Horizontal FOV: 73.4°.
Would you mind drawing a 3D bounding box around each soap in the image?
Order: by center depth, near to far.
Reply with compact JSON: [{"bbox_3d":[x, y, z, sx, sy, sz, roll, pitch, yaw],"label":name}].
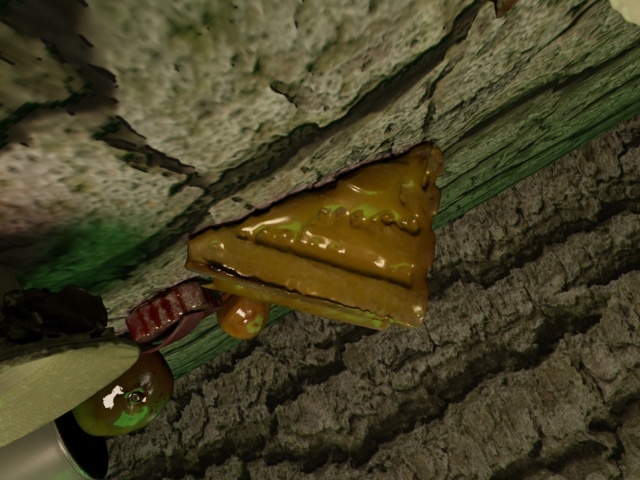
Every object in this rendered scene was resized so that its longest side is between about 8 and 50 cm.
[{"bbox_3d":[0.000,-0.047,0.646,0.339,0.304,0.169,17,159,-16],"label":"soap"}]

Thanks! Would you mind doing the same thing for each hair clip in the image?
[{"bbox_3d":[-0.242,0.155,0.691,0.137,0.022,0.054,-34,171,20],"label":"hair clip"}]

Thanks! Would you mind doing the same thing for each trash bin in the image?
[{"bbox_3d":[-0.547,0.385,0.744,0.263,0.217,0.277,-26,-158,-17],"label":"trash bin"}]

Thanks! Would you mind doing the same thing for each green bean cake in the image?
[{"bbox_3d":[-0.245,0.120,0.732,0.135,0.056,0.135,-28,168,-2],"label":"green bean cake"}]

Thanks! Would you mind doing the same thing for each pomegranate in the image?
[{"bbox_3d":[-0.385,0.267,0.809,0.210,0.179,0.180,0,-169,41],"label":"pomegranate"}]

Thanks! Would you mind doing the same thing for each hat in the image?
[{"bbox_3d":[-0.270,0.078,0.284,0.257,0.130,0.257,-29,169,-6],"label":"hat"}]

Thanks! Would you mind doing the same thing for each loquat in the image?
[{"bbox_3d":[-0.162,0.144,0.929,0.137,0.113,0.137,-53,-172,10],"label":"loquat"}]

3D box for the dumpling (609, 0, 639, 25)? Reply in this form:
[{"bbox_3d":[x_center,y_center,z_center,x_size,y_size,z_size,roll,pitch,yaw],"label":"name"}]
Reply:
[{"bbox_3d":[0.250,-0.246,0.226,0.167,0.125,0.216,6,163,-23],"label":"dumpling"}]

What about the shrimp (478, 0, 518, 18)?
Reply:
[{"bbox_3d":[0.143,-0.228,0.167,0.169,0.058,0.296,-31,165,-3],"label":"shrimp"}]
